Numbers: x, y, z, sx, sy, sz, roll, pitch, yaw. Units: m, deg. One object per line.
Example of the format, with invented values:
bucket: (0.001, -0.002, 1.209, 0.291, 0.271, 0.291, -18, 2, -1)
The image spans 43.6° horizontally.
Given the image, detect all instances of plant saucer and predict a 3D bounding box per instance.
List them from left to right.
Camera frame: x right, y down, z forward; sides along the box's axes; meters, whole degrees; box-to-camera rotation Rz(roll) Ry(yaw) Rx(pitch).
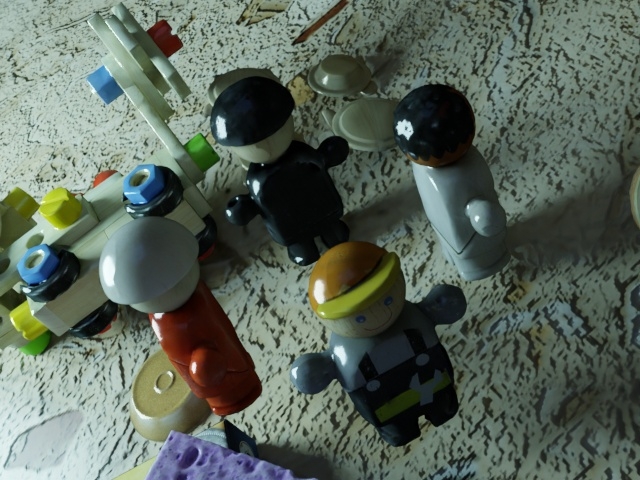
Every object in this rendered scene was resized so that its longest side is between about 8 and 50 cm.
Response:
plant saucer: (-0.112, 0.107, 0.595, 0.083, 0.015, 0.083, -17, 50, 21)

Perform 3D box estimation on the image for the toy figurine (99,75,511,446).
toy figurine: (0.000, 0.000, 0.489, 0.209, 0.148, 0.213, 4, 46, 35)

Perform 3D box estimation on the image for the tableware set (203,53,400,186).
tableware set: (-0.011, -0.106, 0.657, 0.169, 0.020, 0.141, -13, 48, -6)

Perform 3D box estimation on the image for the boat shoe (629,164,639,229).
boat shoe: (0.289, -0.081, 0.427, 0.307, 0.104, 0.110, -34, 90, -3)

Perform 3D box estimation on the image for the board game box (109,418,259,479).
board game box: (-0.136, 0.238, 0.491, 0.243, 0.042, 0.165, -29, 46, 10)

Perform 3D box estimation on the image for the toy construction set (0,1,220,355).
toy construction set: (-0.209, -0.036, 0.687, 0.327, 0.151, 0.215, -48, 44, 7)

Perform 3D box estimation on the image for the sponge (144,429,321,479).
sponge: (-0.012, 0.183, 0.415, 0.210, 0.031, 0.117, 12, 51, 21)
